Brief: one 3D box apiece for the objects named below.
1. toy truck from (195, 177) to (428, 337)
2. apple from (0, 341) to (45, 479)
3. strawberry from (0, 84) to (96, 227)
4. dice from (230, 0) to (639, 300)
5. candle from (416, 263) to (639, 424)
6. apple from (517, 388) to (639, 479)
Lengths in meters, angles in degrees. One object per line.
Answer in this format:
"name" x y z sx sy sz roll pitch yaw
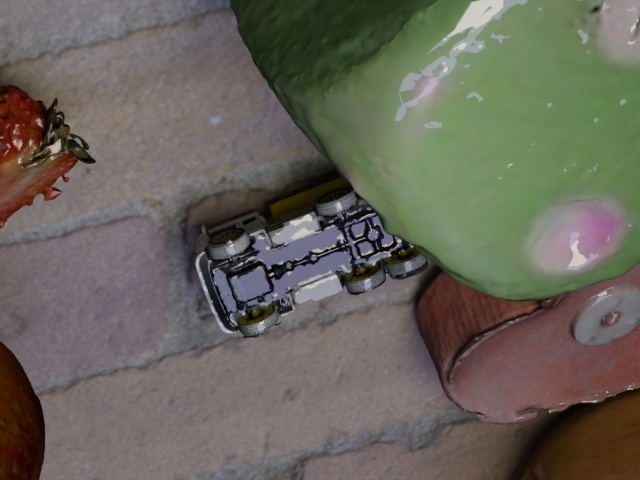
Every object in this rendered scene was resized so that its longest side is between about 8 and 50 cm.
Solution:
"toy truck" 0.000 0.000 1.474 0.227 0.114 0.098 -21 109 -3
"apple" -0.421 0.183 1.318 0.374 0.374 0.384 22 132 -31
"strawberry" -0.310 -0.062 1.334 0.236 0.107 0.175 -26 167 4
"dice" 0.148 -0.175 1.251 0.330 0.322 0.318 -40 129 15
"candle" 0.268 0.048 1.600 0.287 0.131 0.317 22 127 -39
"apple" 0.365 0.347 1.696 0.346 0.391 0.391 11 123 -11
